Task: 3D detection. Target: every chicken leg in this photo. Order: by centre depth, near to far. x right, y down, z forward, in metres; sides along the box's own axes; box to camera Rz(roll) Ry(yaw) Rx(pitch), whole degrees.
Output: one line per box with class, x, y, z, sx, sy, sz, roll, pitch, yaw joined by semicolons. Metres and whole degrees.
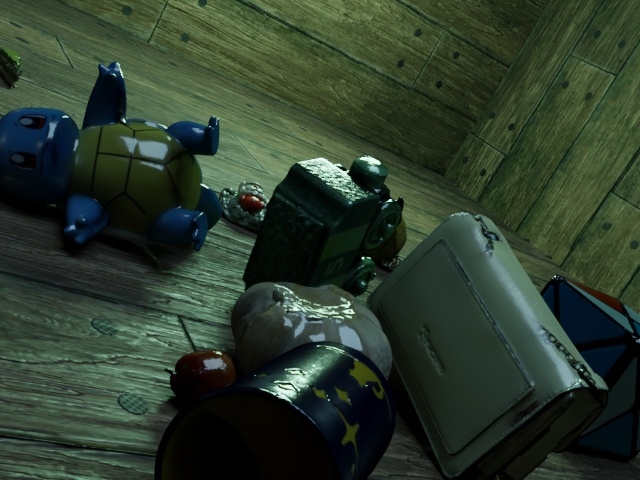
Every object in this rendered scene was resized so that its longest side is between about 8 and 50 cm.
chicken leg;0.078;-0.082;2.048;0.201;0.152;0.429;35;3;-33

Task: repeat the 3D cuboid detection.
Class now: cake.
cake;-0.661;-0.369;1.742;0.055;0.051;0.140;15;23;-48

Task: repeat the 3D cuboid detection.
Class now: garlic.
garlic;-0.014;0.146;1.069;0.228;0.152;0.228;22;23;-9

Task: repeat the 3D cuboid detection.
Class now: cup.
cup;-0.013;0.242;0.815;0.254;0.179;0.256;71;19;2

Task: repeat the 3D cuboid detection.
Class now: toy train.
toy train;0.000;0.000;1.323;0.167;0.299;0.238;35;29;25

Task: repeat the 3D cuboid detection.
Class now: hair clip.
hair clip;-0.059;-0.046;1.728;0.321;0.091;0.138;22;19;-22

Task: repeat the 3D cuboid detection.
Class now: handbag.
handbag;0.244;0.156;1.213;0.160;0.236;0.358;16;34;-35

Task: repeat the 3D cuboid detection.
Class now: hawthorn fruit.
hawthorn fruit;-0.137;0.164;0.948;0.077;0.077;0.077;28;15;-8

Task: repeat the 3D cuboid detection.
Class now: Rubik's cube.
Rubik's cube;0.526;0.246;1.563;0.250;0.248;0.246;20;18;-36

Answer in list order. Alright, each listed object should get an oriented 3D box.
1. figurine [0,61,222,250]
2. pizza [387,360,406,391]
figurine;-0.293;-0.110;1.274;0.416;0.297;0.243;20;-16;-41
pizza;0.128;0.205;1.333;0.182;0.062;0.161;31;8;-15
